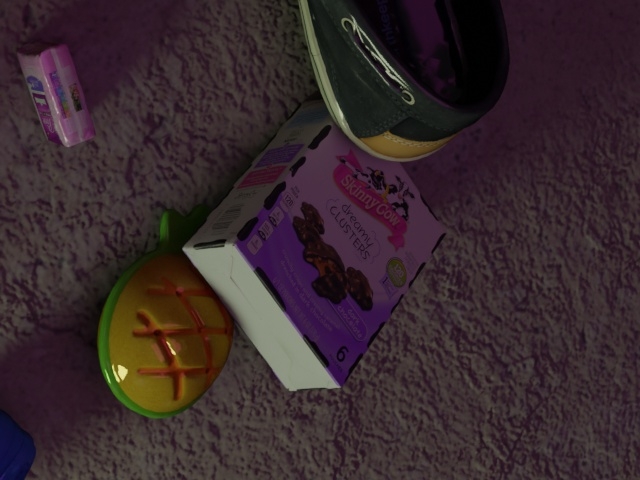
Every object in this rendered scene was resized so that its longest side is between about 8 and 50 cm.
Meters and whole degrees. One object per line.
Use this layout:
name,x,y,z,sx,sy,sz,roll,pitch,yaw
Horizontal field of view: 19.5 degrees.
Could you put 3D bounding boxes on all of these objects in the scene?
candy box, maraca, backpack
candy box,0.000,0.000,1.577,0.165,0.070,0.196,54,53,-25
maraca,-0.120,0.059,1.563,0.127,0.099,0.186,42,62,-35
backpack,-0.288,0.192,1.517,0.101,0.098,0.120,41,70,-36

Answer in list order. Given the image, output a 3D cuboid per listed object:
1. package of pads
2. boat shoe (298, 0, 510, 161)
package of pads,-0.212,-0.119,1.500,0.032,0.050,0.083,-25,112,-24
boat shoe,0.027,-0.306,1.483,0.187,0.156,0.500,-23,98,-25
